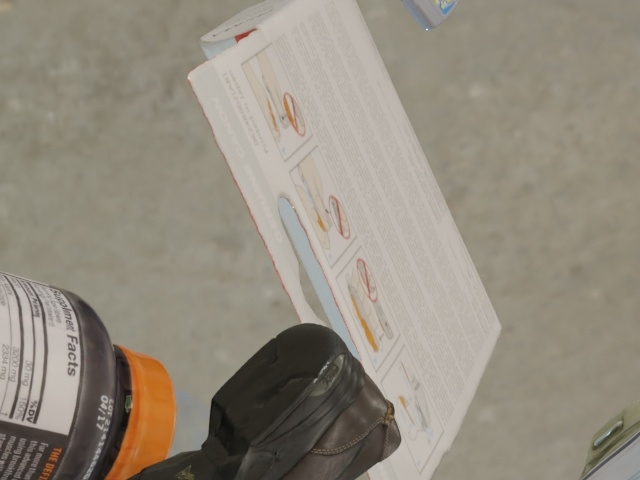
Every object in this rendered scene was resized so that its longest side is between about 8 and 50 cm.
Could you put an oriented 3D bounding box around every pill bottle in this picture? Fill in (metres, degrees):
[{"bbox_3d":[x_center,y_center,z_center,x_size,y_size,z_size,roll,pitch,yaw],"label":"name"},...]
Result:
[{"bbox_3d":[-0.193,0.073,0.955,0.246,0.130,0.130,20,132,-37],"label":"pill bottle"}]

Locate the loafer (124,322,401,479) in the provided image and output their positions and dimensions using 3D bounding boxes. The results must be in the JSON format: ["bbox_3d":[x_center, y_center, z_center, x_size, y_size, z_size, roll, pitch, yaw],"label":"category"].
[{"bbox_3d":[-0.040,0.110,0.721,0.170,0.062,0.061,-41,118,3],"label":"loafer"}]

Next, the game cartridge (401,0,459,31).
[{"bbox_3d":[0.108,-0.238,1.789,0.017,0.083,0.056,-7,132,44],"label":"game cartridge"}]

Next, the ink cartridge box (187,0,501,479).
[{"bbox_3d":[0.000,0.000,1.279,0.091,0.385,0.308,-21,100,20],"label":"ink cartridge box"}]

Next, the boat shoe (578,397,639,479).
[{"bbox_3d":[0.292,0.138,1.471,0.109,0.094,0.302,25,138,-23],"label":"boat shoe"}]
